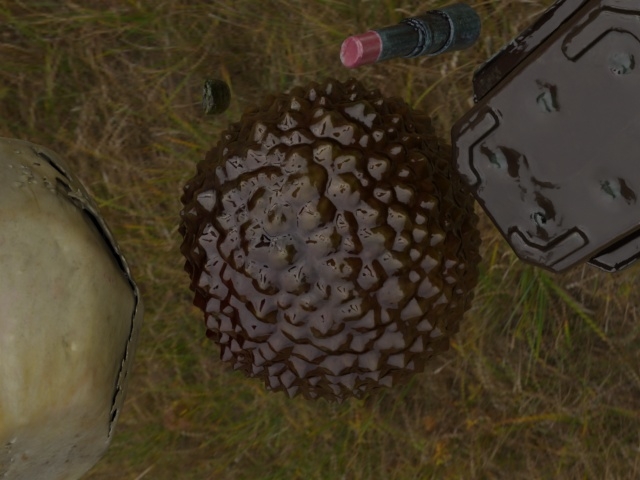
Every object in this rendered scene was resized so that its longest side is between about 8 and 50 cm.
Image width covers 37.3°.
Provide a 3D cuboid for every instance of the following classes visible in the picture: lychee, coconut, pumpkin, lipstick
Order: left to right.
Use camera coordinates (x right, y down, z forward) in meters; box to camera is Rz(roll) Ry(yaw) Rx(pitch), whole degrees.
[{"bbox_3d":[-0.337,0.069,0.852,0.353,0.352,0.352,6,106,21],"label":"coconut"},{"bbox_3d":[-0.135,-0.193,1.274,0.028,0.083,0.050,6,103,7],"label":"pumpkin"},{"bbox_3d":[0.000,0.000,0.773,0.268,0.267,0.267,6,106,21],"label":"lychee"},{"bbox_3d":[0.093,-0.208,0.995,0.053,0.234,0.053,15,117,32],"label":"lipstick"}]

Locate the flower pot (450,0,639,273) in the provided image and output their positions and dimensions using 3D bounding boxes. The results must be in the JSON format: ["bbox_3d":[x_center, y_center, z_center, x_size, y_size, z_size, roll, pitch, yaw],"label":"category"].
[{"bbox_3d":[0.179,-0.071,0.596,0.179,0.084,0.251,54,142,5],"label":"flower pot"}]
